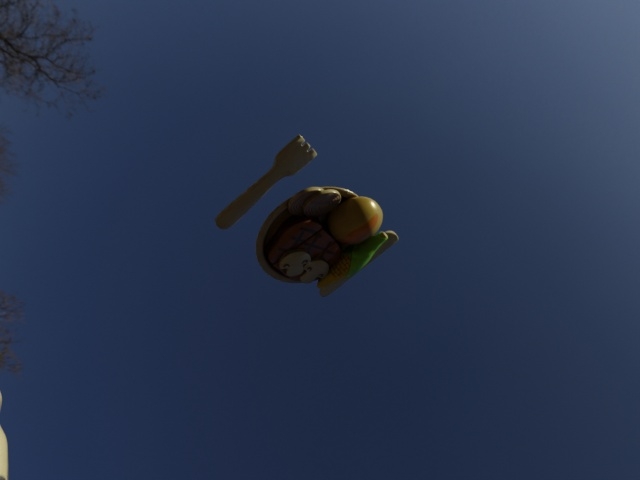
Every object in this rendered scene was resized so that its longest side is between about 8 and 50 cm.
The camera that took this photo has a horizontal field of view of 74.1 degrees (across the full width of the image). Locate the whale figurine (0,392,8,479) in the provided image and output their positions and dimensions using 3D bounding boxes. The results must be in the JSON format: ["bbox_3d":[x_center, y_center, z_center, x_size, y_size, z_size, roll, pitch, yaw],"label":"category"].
[{"bbox_3d":[-0.407,0.285,0.434,0.216,0.141,0.272,-11,-106,56],"label":"whale figurine"}]

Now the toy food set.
[{"bbox_3d":[0.000,0.000,0.424,0.132,0.192,0.039,-41,-136,12],"label":"toy food set"}]
